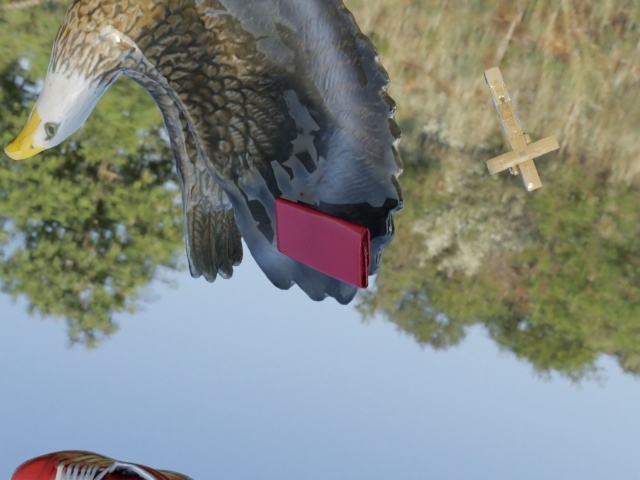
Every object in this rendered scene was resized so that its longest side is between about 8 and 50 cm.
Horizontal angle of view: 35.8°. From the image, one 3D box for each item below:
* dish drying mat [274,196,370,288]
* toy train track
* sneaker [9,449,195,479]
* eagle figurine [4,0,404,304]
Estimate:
[{"bbox_3d":[0.000,0.000,0.508,0.008,0.032,0.083,-12,-162,-29],"label":"dish drying mat"},{"bbox_3d":[0.125,-0.073,0.646,0.048,0.083,0.014,-21,-174,2],"label":"toy train track"},{"bbox_3d":[-0.132,0.144,0.571,0.119,0.042,0.067,4,169,7],"label":"sneaker"},{"bbox_3d":[-0.089,-0.112,0.589,0.298,0.225,0.226,40,-149,-19],"label":"eagle figurine"}]
